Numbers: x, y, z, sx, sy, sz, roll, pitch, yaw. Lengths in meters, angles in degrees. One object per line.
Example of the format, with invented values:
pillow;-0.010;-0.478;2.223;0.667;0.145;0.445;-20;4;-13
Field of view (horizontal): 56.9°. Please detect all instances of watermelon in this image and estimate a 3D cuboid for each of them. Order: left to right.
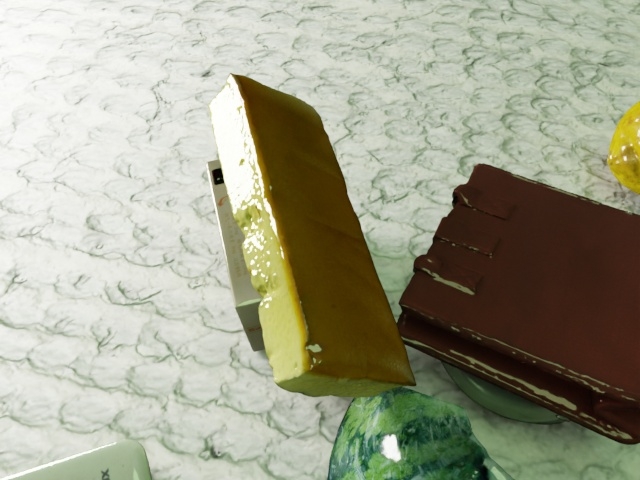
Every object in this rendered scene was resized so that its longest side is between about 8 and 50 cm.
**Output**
watermelon;0.116;0.267;0.572;0.305;0.224;0.180;43;21;24

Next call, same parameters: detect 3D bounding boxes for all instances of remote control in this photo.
remote control;-0.323;0.285;0.591;0.310;0.038;0.090;-14;60;-11

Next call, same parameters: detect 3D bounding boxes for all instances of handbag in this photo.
handbag;0.246;0.046;0.633;0.276;0.084;0.260;20;52;17

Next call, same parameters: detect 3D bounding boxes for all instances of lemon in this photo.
lemon;0.506;-0.134;0.813;0.208;0.170;0.169;-7;59;-8

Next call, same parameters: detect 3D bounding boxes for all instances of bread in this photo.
bread;-0.020;-0.010;0.617;0.138;0.077;0.361;16;47;-44

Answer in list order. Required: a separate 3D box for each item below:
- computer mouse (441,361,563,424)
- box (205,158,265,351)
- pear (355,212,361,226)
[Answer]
computer mouse;0.277;0.080;0.716;0.197;0.095;0.331;38;59;23
box;-0.083;0.015;0.711;0.058;0.141;0.201;-13;58;-5
pear;0.000;0.000;0.749;0.107;0.107;0.131;3;48;-1
